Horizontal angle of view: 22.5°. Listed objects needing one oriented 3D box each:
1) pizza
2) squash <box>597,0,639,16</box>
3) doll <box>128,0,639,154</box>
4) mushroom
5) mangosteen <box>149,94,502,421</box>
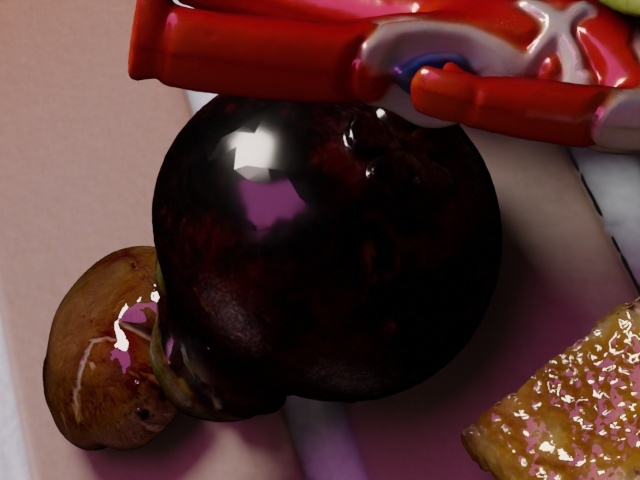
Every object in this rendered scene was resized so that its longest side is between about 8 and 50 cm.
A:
[{"bbox_3d":[0.205,0.080,0.789,0.292,0.058,0.197,-2,71,33],"label":"pizza"},{"bbox_3d":[0.230,-0.173,0.820,0.169,0.252,0.093,62,141,23],"label":"squash"},{"bbox_3d":[0.098,-0.089,0.809,0.188,0.384,0.099,-97,20,-64],"label":"doll"},{"bbox_3d":[-0.113,0.070,0.998,0.171,0.080,0.135,13,82,41],"label":"mushroom"},{"bbox_3d":[0.000,0.000,0.894,0.210,0.210,0.209,-16,57,26],"label":"mangosteen"}]
